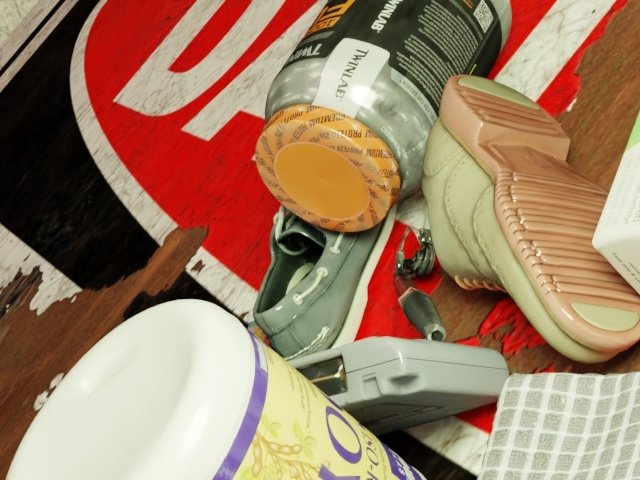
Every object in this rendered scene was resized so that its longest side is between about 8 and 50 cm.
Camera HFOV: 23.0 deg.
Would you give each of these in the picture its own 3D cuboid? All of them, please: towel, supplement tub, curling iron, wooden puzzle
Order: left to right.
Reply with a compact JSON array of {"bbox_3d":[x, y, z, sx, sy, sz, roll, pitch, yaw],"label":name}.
[{"bbox_3d":[-0.050,0.228,1.200,0.241,0.331,0.241,-35,31,24],"label":"supplement tub"},{"bbox_3d":[-0.066,0.104,1.738,0.049,0.006,0.083,-22,37,39],"label":"wooden puzzle"},{"bbox_3d":[0.065,-0.170,1.668,0.193,0.193,0.316,-17,32,44],"label":"supplement tub"},{"bbox_3d":[0.091,0.046,1.471,0.274,0.035,0.068,-88,12,-74],"label":"curling iron"},{"bbox_3d":[0.210,0.207,1.087,0.235,0.121,0.284,-18,40,43],"label":"towel"}]

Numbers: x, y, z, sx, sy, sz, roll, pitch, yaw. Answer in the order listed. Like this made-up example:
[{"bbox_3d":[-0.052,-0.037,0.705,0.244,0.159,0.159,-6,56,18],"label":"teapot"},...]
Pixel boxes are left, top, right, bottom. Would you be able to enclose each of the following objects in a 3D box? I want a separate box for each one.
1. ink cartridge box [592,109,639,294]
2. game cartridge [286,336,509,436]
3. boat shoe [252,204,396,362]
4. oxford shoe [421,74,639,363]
[{"bbox_3d":[0.371,-0.061,1.211,0.273,0.115,0.198,-13,43,48],"label":"ink cartridge box"},{"bbox_3d":[0.005,0.143,1.384,0.297,0.198,0.062,-19,76,33],"label":"game cartridge"},{"bbox_3d":[0.000,0.000,1.677,0.116,0.099,0.319,-28,32,36],"label":"boat shoe"},{"bbox_3d":[0.186,0.002,1.424,0.397,0.140,0.146,-106,34,-56],"label":"oxford shoe"}]
